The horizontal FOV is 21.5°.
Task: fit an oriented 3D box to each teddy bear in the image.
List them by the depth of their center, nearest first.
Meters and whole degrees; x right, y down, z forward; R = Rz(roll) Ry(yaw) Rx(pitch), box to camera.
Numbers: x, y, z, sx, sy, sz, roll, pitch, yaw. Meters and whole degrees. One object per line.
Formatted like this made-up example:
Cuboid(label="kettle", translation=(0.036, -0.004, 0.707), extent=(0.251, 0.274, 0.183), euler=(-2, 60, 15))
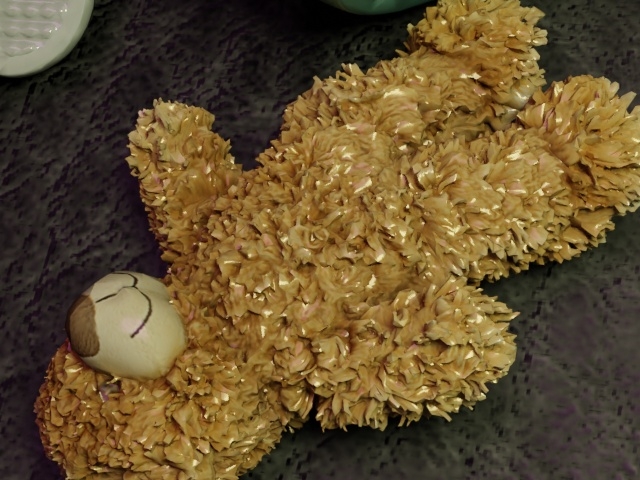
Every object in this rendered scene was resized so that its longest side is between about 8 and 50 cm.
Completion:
Cuboid(label="teddy bear", translation=(0.000, 0.000, 0.820), extent=(0.338, 0.113, 0.245), euler=(-23, 60, 2))

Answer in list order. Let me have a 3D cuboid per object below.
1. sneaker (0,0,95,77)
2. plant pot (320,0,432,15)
Cuboid(label="sneaker", translation=(-0.215, -0.241, 0.988), extent=(0.126, 0.127, 0.321), euler=(-27, 86, 6))
Cuboid(label="plant pot", translation=(0.030, -0.258, 0.848), extent=(0.293, 0.293, 0.235), euler=(-29, 79, -1))
